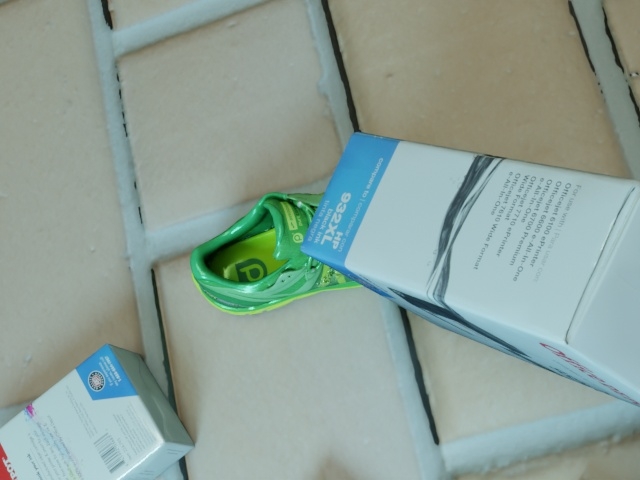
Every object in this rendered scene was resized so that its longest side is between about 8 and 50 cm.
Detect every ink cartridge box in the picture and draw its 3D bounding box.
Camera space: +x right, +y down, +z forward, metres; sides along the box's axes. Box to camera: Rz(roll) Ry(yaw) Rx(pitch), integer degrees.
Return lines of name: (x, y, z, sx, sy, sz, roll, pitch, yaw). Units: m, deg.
ink cartridge box: (-0.271, 0.238, 1.002, 0.231, 0.078, 0.134, -38, 68, 4)
ink cartridge box: (0.168, 0.026, 0.783, 0.307, 0.223, 0.129, 19, 81, 52)

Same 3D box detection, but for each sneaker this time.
sneaker: (0.000, 0.000, 0.959, 0.295, 0.123, 0.109, -24, 70, 9)
